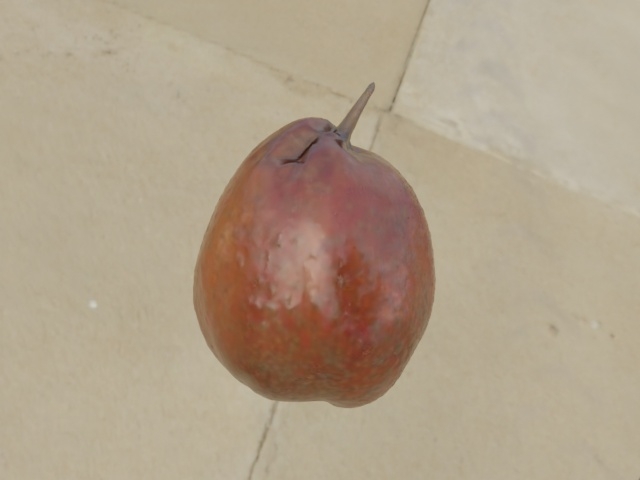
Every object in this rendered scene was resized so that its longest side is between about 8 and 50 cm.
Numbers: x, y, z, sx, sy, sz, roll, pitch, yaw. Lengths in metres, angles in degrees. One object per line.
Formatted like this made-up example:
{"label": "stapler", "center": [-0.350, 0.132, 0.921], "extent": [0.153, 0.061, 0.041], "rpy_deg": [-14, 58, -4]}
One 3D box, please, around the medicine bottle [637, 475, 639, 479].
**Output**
{"label": "medicine bottle", "center": [0.178, 0.142, 0.317], "extent": [0.168, 0.105, 0.105], "rpy_deg": [29, 47, 16]}

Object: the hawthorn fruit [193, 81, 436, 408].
{"label": "hawthorn fruit", "center": [0.000, 0.000, 0.783], "extent": [0.210, 0.262, 0.210], "rpy_deg": [5, 18, -2]}
